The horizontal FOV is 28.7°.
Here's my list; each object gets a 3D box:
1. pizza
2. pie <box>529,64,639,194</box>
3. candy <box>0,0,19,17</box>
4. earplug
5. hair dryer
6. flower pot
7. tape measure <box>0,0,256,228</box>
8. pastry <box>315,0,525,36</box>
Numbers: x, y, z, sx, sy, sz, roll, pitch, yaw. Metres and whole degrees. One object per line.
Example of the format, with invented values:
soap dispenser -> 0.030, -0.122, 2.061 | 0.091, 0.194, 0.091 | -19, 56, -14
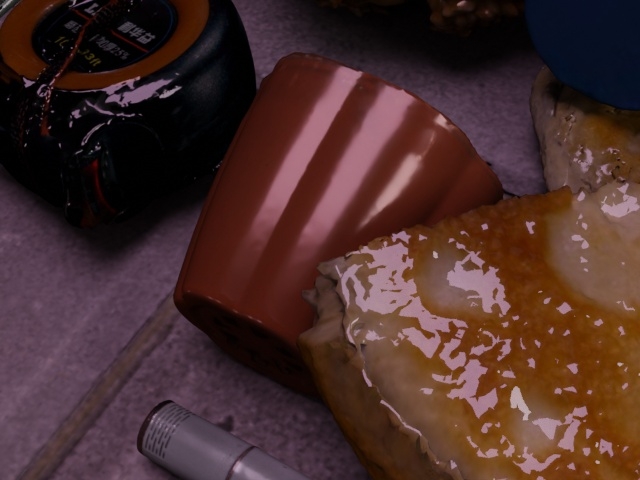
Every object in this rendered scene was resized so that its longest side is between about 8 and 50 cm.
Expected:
pizza -> 0.240, 0.081, 0.748 | 0.440, 0.130, 0.406 | 39, 63, 8
pie -> 0.322, -0.092, 0.927 | 0.339, 0.077, 0.339 | -2, 52, 2
candy -> -0.286, -0.189, 1.078 | 0.061, 0.061, 0.202 | 32, 69, 26
earplug -> 0.272, -0.226, 0.915 | 0.132, 0.132, 0.273 | 27, 55, 23
hair dryer -> -0.081, 0.203, 0.757 | 0.155, 0.044, 0.183 | 24, 63, 23
flower pot -> 0.000, 0.000, 0.825 | 0.191, 0.190, 0.173 | 23, 68, 21
tape measure -> -0.155, -0.114, 0.952 | 0.223, 0.135, 0.202 | -39, 49, -26
pastry -> 0.098, -0.279, 1.023 | 0.316, 0.184, 0.284 | -3, 41, 3
